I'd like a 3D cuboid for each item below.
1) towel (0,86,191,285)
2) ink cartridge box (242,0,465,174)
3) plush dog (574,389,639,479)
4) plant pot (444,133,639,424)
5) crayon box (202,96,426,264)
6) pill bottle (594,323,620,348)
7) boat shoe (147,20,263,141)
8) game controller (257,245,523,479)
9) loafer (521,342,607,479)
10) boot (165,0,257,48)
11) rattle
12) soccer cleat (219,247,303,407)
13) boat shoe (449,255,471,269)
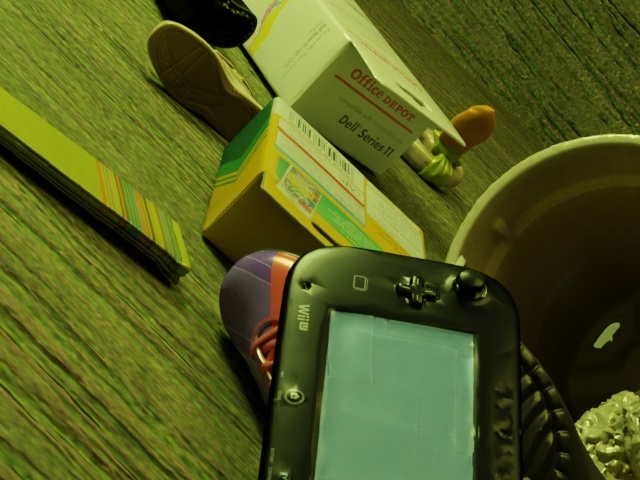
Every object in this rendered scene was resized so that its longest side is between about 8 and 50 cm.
[{"bbox_3d":[-0.194,-0.058,1.314,0.237,0.021,0.102,39,9,-22],"label":"towel"},{"bbox_3d":[0.013,-0.218,2.179,0.207,0.119,0.353,32,18,-46],"label":"ink cartridge box"},{"bbox_3d":[0.306,0.180,1.553,0.210,0.225,0.262,49,-7,26],"label":"plush dog"},{"bbox_3d":[0.328,0.101,1.860,0.334,0.334,0.305,53,4,30],"label":"plant pot"},{"bbox_3d":[0.000,0.000,1.581,0.203,0.083,0.323,43,13,-11],"label":"crayon box"},{"bbox_3d":[0.421,0.117,2.412,0.119,0.119,0.208,45,14,-3],"label":"pill bottle"},{"bbox_3d":[-0.117,-0.161,1.765,0.170,0.063,0.059,48,7,-34],"label":"boat shoe"},{"bbox_3d":[0.047,0.122,1.137,0.166,0.067,0.319,17,40,-9],"label":"game controller"},{"bbox_3d":[0.142,0.202,1.366,0.366,0.134,0.130,53,-28,-5],"label":"loafer"},{"bbox_3d":[-0.179,-0.342,2.021,0.246,0.094,0.207,44,8,-33],"label":"boot"},{"bbox_3d":[0.178,-0.164,2.492,0.130,0.143,0.200,28,19,5],"label":"rattle"},{"bbox_3d":[0.012,0.121,1.237,0.116,0.109,0.318,1,42,-51],"label":"soccer cleat"},{"bbox_3d":[0.119,0.083,1.666,0.079,0.095,0.254,43,15,-3],"label":"boat shoe"}]
